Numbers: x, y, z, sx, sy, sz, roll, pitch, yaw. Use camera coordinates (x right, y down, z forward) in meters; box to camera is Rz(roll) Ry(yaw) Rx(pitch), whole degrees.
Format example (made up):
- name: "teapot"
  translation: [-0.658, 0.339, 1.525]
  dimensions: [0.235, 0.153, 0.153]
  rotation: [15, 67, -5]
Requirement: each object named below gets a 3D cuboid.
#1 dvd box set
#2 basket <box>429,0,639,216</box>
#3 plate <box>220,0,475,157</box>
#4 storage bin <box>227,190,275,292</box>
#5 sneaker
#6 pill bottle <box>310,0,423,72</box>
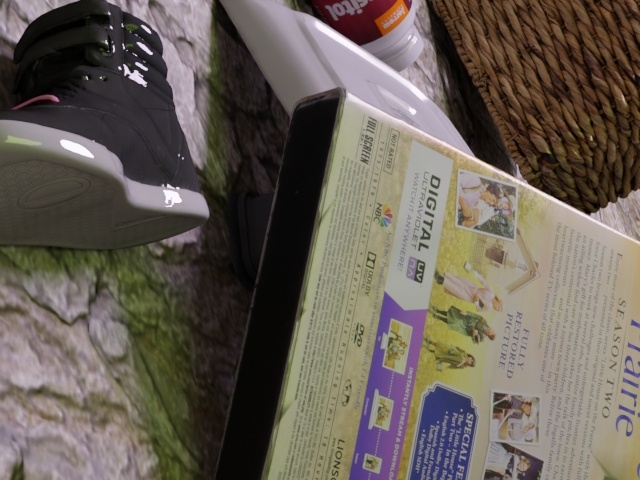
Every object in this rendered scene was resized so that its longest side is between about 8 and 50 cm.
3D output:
- name: "dvd box set"
  translation: [0.124, 0.104, 1.360]
  dimensions: [0.420, 0.062, 0.308]
  rotation: [23, 70, -36]
- name: "basket"
  translation: [0.301, -0.197, 2.045]
  dimensions: [0.213, 0.223, 0.299]
  rotation: [36, 25, -55]
- name: "plate"
  translation: [0.062, -0.086, 1.510]
  dimensions: [0.277, 0.045, 0.278]
  rotation: [29, 23, -44]
- name: "storage bin"
  translation: [0.000, 0.000, 1.423]
  dimensions: [0.135, 0.091, 0.098]
  rotation: [40, 36, -53]
- name: "sneaker"
  translation: [-0.165, -0.080, 1.096]
  dimensions: [0.296, 0.104, 0.147]
  rotation: [14, 57, -71]
- name: "pill bottle"
  translation: [0.037, -0.231, 1.708]
  dimensions: [0.152, 0.086, 0.086]
  rotation: [56, 26, -32]
